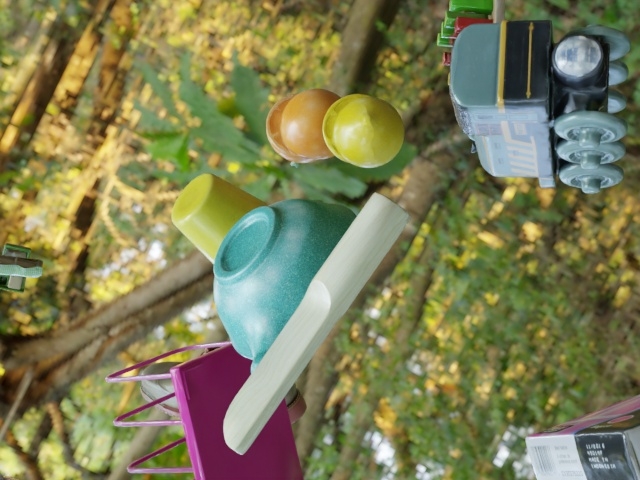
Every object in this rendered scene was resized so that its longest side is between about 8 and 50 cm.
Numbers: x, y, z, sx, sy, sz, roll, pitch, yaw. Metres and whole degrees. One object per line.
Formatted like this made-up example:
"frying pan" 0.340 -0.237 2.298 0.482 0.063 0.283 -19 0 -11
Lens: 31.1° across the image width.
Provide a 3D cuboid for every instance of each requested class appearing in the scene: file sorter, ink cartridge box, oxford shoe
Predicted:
"file sorter" -0.170 0.302 1.673 0.182 0.290 0.202 -9 -175 37
"ink cartridge box" 0.391 0.151 1.067 0.371 0.069 0.176 -13 173 -20
"oxford shoe" -0.179 0.225 1.945 0.348 0.130 0.123 1 -149 35

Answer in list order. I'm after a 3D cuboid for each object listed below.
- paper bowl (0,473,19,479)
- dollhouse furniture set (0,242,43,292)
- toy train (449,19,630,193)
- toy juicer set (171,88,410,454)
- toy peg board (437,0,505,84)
"paper bowl" -0.447 0.427 1.529 0.284 0.284 0.148 31 -148 34
"dollhouse furniture set" -0.380 0.042 1.398 0.076 0.058 0.152 12 -175 -15
"toy train" 0.255 -0.149 1.324 0.190 0.142 0.334 3 167 14
"toy juicer set" 0.000 0.000 0.840 0.089 0.209 0.329 39 -167 -28
"toy peg board" 0.225 -0.284 1.752 0.079 0.160 0.161 5 160 -2
